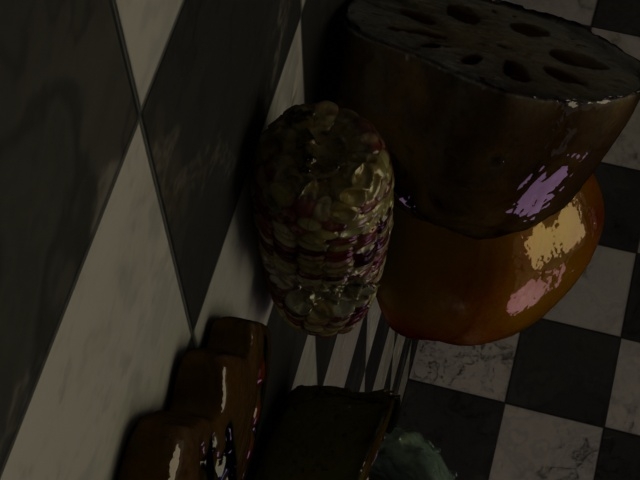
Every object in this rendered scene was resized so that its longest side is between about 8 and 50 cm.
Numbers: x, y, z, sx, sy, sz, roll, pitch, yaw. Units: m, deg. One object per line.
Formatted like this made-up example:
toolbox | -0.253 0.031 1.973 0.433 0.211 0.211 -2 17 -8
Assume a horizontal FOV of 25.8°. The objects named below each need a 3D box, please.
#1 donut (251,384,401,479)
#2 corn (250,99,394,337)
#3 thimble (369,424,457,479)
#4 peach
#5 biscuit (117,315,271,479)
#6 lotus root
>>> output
donut | -0.016 0.258 1.310 0.272 0.107 0.272 18 90 -80
corn | 0.000 0.000 0.996 0.290 0.098 0.098 93 13 -65
thimble | 0.063 0.333 1.584 0.172 0.204 0.250 69 41 -77
peach | 0.195 -0.009 1.726 0.289 0.288 0.308 -68 162 -48
biscuit | -0.075 0.156 0.887 0.278 0.043 0.301 96 11 -45
lotus root | 0.119 -0.099 1.169 0.272 0.272 0.192 -59 171 -66
